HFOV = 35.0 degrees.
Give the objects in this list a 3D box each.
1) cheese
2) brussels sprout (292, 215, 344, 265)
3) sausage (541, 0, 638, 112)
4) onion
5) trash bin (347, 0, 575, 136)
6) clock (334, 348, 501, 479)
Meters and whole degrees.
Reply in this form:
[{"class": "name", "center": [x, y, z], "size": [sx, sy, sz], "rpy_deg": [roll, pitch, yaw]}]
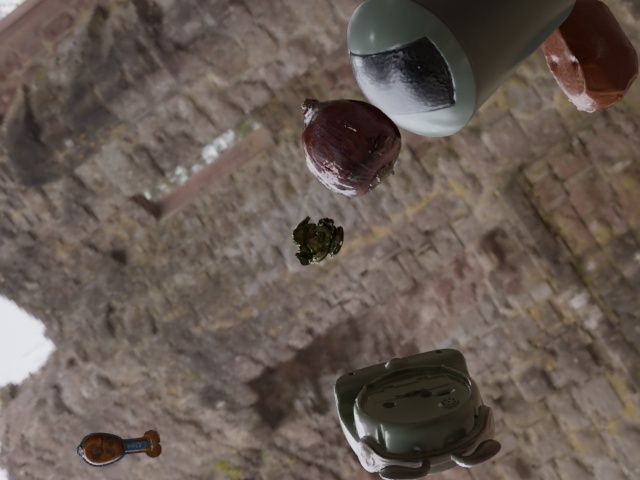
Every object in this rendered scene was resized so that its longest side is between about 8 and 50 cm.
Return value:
[{"class": "cheese", "center": [-0.258, 0.265, 1.301], "size": [0.017, 0.111, 0.047], "rpy_deg": [-86, -12, -75]}, {"class": "brussels sprout", "center": [0.000, 0.000, 1.643], "size": [0.058, 0.085, 0.085], "rpy_deg": [13, -137, -54]}, {"class": "sausage", "center": [0.535, -0.385, 2.050], "size": [0.153, 0.141, 0.268], "rpy_deg": [108, 150, -57]}, {"class": "onion", "center": [0.034, -0.163, 1.631], "size": [0.195, 0.159, 0.159], "rpy_deg": [41, -172, 18]}, {"class": "trash bin", "center": [0.251, -0.387, 1.847], "size": [0.280, 0.432, 0.280], "rpy_deg": [32, 147, 25]}, {"class": "clock", "center": [0.102, 0.183, 1.047], "size": [0.191, 0.151, 0.062], "rpy_deg": [-122, 20, -70]}]
